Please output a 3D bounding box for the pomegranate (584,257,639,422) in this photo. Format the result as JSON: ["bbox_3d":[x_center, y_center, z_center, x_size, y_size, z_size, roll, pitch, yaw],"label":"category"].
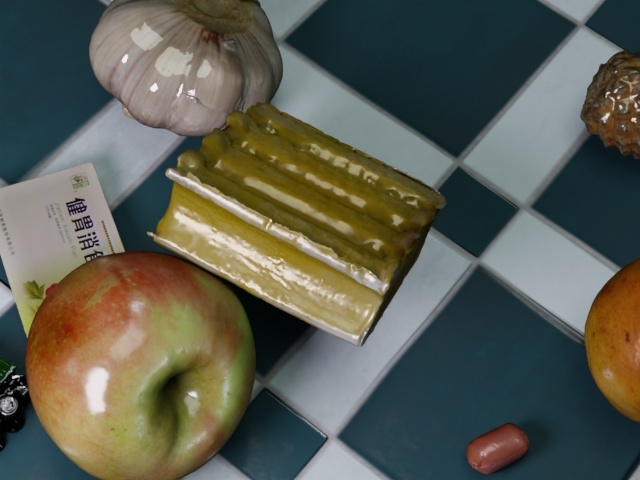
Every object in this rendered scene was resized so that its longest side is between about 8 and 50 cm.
[{"bbox_3d":[0.507,0.150,1.922,0.264,0.264,0.264,2,61,-4],"label":"pomegranate"}]

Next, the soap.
[{"bbox_3d":[-0.023,-0.036,1.861,0.335,0.156,0.293,26,29,6],"label":"soap"}]

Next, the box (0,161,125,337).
[{"bbox_3d":[-0.385,0.023,2.014,0.175,0.062,0.260,-17,64,-13],"label":"box"}]

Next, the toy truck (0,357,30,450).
[{"bbox_3d":[-0.511,0.275,1.854,0.121,0.088,0.259,32,62,10],"label":"toy truck"}]

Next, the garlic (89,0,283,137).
[{"bbox_3d":[-0.206,-0.284,2.097,0.322,0.241,0.322,1,47,-1],"label":"garlic"}]

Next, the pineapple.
[{"bbox_3d":[0.598,-0.173,2.160,0.361,0.175,0.175,28,62,-7],"label":"pineapple"}]

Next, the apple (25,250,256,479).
[{"bbox_3d":[-0.248,0.164,1.814,0.277,0.319,0.319,21,56,44],"label":"apple"}]

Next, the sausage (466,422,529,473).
[{"bbox_3d":[0.254,0.297,1.919,0.094,0.059,0.054,-23,72,-18],"label":"sausage"}]
